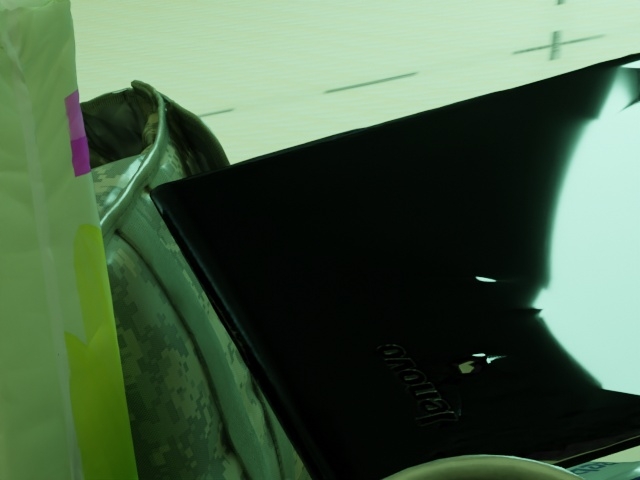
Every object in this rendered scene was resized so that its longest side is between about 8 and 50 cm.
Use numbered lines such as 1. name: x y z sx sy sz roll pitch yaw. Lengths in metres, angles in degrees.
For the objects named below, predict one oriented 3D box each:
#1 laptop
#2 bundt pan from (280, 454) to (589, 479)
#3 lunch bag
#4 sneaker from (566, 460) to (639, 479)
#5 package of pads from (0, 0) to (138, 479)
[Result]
1. laptop: 0.181 0.067 0.796 0.236 0.408 0.382 -48 22 4
2. bundt pan: 0.038 0.232 0.490 0.331 0.124 0.331 -7 59 11
3. lunch bag: -0.101 0.059 1.016 0.169 0.235 0.287 -15 20 17
4. sneaker: 0.139 0.162 0.742 0.182 0.127 0.315 -13 19 13
5. package of pads: -0.201 0.051 0.798 0.229 0.296 0.101 -2 9 32
